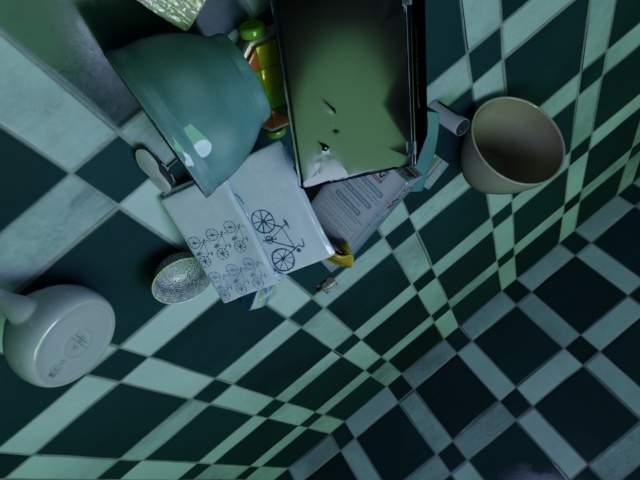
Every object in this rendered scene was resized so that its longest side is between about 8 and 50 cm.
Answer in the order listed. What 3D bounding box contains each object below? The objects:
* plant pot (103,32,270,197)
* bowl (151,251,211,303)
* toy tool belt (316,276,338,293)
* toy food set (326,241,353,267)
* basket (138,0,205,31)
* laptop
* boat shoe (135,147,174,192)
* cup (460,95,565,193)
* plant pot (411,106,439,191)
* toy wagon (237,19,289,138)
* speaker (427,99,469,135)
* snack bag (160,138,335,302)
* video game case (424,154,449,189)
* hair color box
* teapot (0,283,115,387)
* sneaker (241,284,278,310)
[{"bbox_3d":[-0.218,-0.254,0.804,0.196,0.293,0.293,-36,144,-10],"label":"plant pot"},{"bbox_3d":[-0.386,0.087,1.188,0.170,0.080,0.170,-23,140,-21],"label":"bowl"},{"bbox_3d":[0.029,0.183,1.673,0.083,0.052,0.051,-37,135,-2],"label":"toy tool belt"},{"bbox_3d":[0.000,0.000,1.191,0.128,0.217,0.071,132,-17,-79],"label":"toy food set"},{"bbox_3d":[-0.270,-0.444,0.710,0.167,0.103,0.113,19,116,-50],"label":"basket"},{"bbox_3d":[0.102,-0.366,0.979,0.408,0.236,0.383,-56,143,-57],"label":"laptop"},{"bbox_3d":[-0.369,-0.164,0.975,0.046,0.038,0.125,-2,141,20],"label":"boat shoe"},{"bbox_3d":[0.626,-0.292,1.512,0.330,0.331,0.237,-27,168,-17],"label":"cup"},{"bbox_3d":[0.238,-0.285,1.274,0.165,0.165,0.235,-6,128,-37],"label":"plant pot"},{"bbox_3d":[-0.106,-0.355,0.975,0.344,0.068,0.267,-28,142,-15],"label":"toy wagon"},{"bbox_3d":[0.388,-0.375,1.323,0.055,0.136,0.055,-23,140,-20],"label":"speaker"},{"bbox_3d":[-0.168,-0.031,1.047,0.342,0.037,0.323,-21,109,15],"label":"snack bag"},{"bbox_3d":[0.383,-0.252,1.550,0.166,0.015,0.119,15,119,-48],"label":"video game case"},{"bbox_3d":[0.093,-0.103,1.236,0.113,0.185,0.375,-26,159,-51],"label":"hair color box"},{"bbox_3d":[-0.633,0.206,1.024,0.252,0.186,0.256,-25,132,-64],"label":"teapot"},{"bbox_3d":[-0.180,0.134,1.422,0.092,0.087,0.229,-7,140,-46],"label":"sneaker"}]
